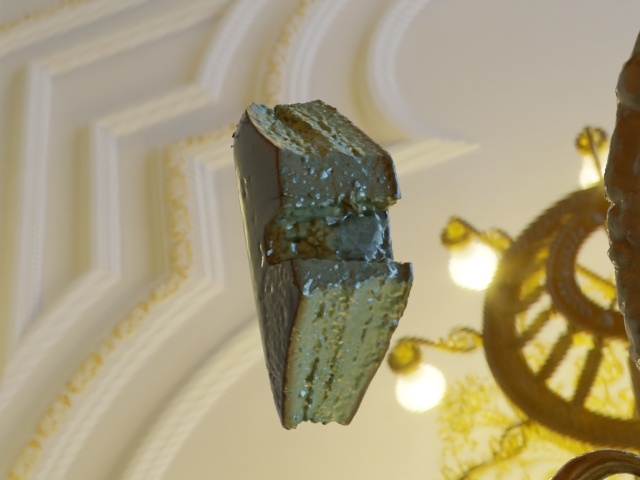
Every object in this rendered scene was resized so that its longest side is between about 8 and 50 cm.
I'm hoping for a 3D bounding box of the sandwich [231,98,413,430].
[{"bbox_3d":[0.000,0.000,0.900,0.088,0.090,0.244,-34,-122,55],"label":"sandwich"}]

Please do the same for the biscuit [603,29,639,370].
[{"bbox_3d":[0.183,0.002,0.405,0.188,0.040,0.265,-13,-96,22],"label":"biscuit"}]

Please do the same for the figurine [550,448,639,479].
[{"bbox_3d":[0.180,0.187,0.713,0.176,0.121,0.122,30,-91,16],"label":"figurine"}]
